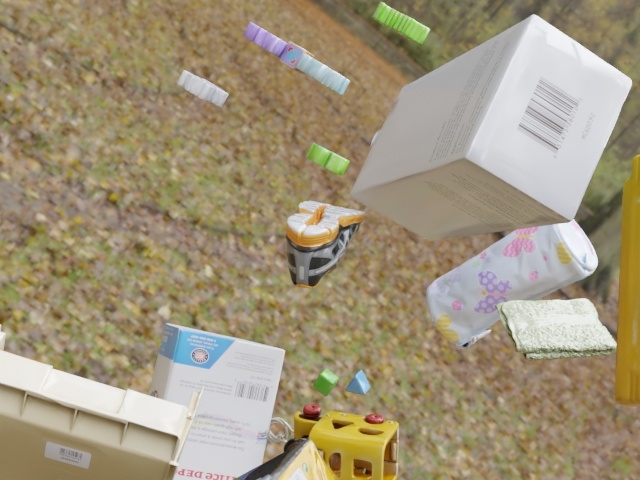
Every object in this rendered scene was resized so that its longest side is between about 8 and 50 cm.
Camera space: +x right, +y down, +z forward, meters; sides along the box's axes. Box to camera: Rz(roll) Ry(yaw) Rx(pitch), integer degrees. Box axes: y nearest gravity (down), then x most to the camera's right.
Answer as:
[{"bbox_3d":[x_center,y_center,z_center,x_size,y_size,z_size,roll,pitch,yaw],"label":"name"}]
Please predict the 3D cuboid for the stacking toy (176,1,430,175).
[{"bbox_3d":[-0.025,-0.183,0.895,0.221,0.167,0.052,33,9,24],"label":"stacking toy"}]

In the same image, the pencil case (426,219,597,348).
[{"bbox_3d":[0.295,0.061,1.414,0.113,0.273,0.124,33,34,-33],"label":"pencil case"}]

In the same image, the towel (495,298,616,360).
[{"bbox_3d":[0.319,0.118,1.222,0.148,0.027,0.110,1,36,-12],"label":"towel"}]

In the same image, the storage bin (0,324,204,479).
[{"bbox_3d":[-0.307,0.256,1.121,0.262,0.260,0.123,18,35,-5],"label":"storage bin"}]

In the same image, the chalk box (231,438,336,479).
[{"bbox_3d":[-0.103,0.362,0.897,0.179,0.289,0.180,57,22,2],"label":"chalk box"}]

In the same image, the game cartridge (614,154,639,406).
[{"bbox_3d":[0.401,0.019,0.868,0.053,0.285,0.324,11,-13,-18],"label":"game cartridge"}]

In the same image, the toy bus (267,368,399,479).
[{"bbox_3d":[0.017,0.308,1.317,0.191,0.202,0.104,48,23,6],"label":"toy bus"}]

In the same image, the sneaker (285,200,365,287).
[{"bbox_3d":[0.000,0.000,1.167,0.084,0.083,0.215,10,14,16],"label":"sneaker"}]

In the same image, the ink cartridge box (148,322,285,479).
[{"bbox_3d":[-0.178,0.263,1.408,0.171,0.232,0.168,15,-7,-17],"label":"ink cartridge box"}]

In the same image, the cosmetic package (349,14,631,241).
[{"bbox_3d":[0.195,-0.124,1.146,0.155,0.197,0.365,29,-10,-13],"label":"cosmetic package"}]
